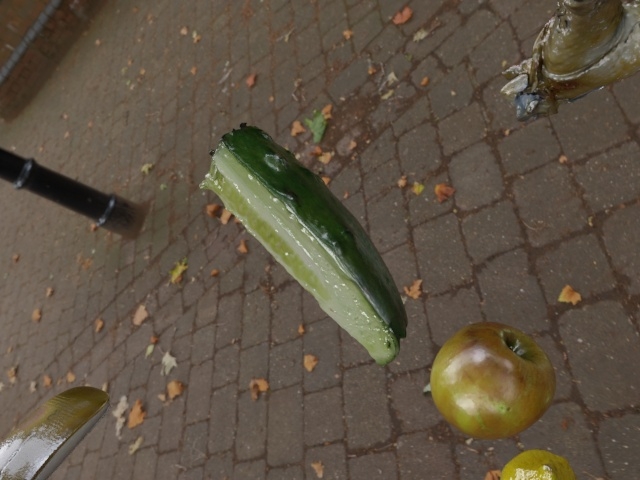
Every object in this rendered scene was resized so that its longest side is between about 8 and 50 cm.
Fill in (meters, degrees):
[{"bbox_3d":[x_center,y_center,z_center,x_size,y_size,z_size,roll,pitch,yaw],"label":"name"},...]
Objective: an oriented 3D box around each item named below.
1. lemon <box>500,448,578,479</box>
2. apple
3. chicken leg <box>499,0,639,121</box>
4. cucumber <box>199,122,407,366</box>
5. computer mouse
[{"bbox_3d":[0.188,0.213,0.396,0.065,0.092,0.065,-6,48,6],"label":"lemon"},{"bbox_3d":[0.333,0.277,0.920,0.237,0.237,0.207,56,131,43],"label":"apple"},{"bbox_3d":[0.235,-0.181,0.411,0.125,0.196,0.080,-16,75,2],"label":"chicken leg"},{"bbox_3d":[0.002,-0.002,0.554,0.105,0.325,0.145,-40,-5,-32],"label":"cucumber"},{"bbox_3d":[-0.469,0.344,0.779,0.126,0.056,0.245,5,39,31],"label":"computer mouse"}]
